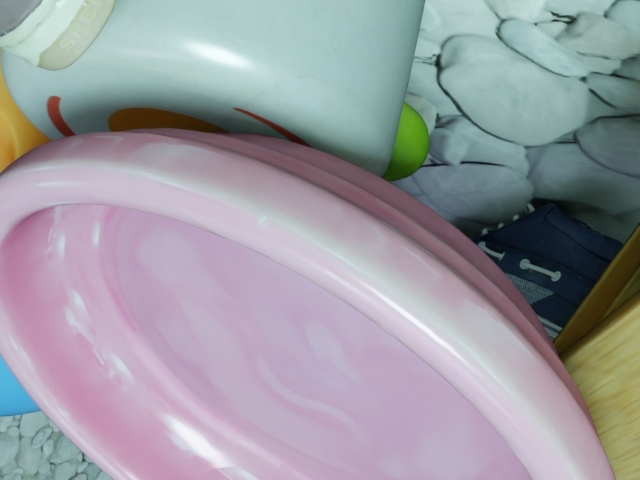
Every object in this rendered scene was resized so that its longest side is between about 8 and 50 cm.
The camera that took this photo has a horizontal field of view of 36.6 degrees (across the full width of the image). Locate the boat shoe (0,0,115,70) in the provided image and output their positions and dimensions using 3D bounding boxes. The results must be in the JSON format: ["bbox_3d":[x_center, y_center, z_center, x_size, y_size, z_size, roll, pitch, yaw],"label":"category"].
[{"bbox_3d":[-0.170,-0.169,0.402,0.092,0.103,0.285,22,-159,-48],"label":"boat shoe"}]

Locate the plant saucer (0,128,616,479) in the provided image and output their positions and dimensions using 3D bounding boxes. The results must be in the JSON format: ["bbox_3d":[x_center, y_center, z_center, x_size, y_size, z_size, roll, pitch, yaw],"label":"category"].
[{"bbox_3d":[-0.015,0.070,0.467,0.332,0.084,0.332,22,143,17],"label":"plant saucer"}]

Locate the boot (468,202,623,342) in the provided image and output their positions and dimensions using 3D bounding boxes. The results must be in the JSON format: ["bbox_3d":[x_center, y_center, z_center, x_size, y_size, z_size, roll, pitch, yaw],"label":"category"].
[{"bbox_3d":[0.141,0.011,0.684,0.069,0.086,0.190,26,-172,-25],"label":"boot"}]

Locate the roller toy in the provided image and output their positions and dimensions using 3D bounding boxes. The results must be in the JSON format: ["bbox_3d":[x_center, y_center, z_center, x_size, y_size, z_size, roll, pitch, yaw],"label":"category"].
[{"bbox_3d":[-0.048,-0.111,0.477,0.191,0.146,0.209,7,162,22],"label":"roller toy"}]

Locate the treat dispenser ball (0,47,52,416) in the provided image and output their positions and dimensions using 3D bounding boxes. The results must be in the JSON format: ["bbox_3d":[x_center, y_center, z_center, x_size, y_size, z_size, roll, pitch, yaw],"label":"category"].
[{"bbox_3d":[-0.217,-0.027,0.650,0.288,0.288,0.288,20,158,9],"label":"treat dispenser ball"}]

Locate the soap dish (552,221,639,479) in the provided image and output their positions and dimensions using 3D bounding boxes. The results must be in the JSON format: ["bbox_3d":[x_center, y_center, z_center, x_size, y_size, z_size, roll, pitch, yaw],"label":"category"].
[{"bbox_3d":[0.205,0.009,0.415,0.118,0.229,0.291,38,160,9],"label":"soap dish"}]
